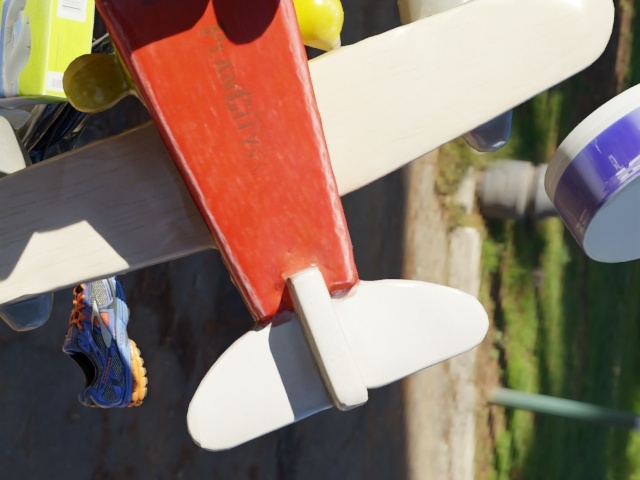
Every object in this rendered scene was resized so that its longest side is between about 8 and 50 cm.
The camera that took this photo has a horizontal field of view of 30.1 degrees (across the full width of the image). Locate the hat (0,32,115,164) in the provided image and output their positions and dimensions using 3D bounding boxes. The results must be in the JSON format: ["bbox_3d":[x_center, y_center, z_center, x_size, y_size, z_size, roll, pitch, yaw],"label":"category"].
[{"bbox_3d":[-0.373,-0.189,1.551,0.331,0.134,0.331,-56,-178,3],"label":"hat"}]

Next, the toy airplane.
[{"bbox_3d":[-0.052,-0.071,0.745,0.384,0.386,0.272,-65,-160,10],"label":"toy airplane"}]

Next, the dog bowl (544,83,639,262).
[{"bbox_3d":[0.426,-0.089,1.514,0.104,0.265,0.265,65,2,29],"label":"dog bowl"}]

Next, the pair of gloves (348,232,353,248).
[{"bbox_3d":[0.000,0.000,1.294,0.083,0.010,0.074,-27,101,-39],"label":"pair of gloves"}]

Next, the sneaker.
[{"bbox_3d":[-0.286,0.109,1.502,0.087,0.083,0.221,-14,82,-27],"label":"sneaker"}]

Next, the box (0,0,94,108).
[{"bbox_3d":[-0.246,-0.169,1.010,0.042,0.178,0.109,5,90,-35],"label":"box"}]
